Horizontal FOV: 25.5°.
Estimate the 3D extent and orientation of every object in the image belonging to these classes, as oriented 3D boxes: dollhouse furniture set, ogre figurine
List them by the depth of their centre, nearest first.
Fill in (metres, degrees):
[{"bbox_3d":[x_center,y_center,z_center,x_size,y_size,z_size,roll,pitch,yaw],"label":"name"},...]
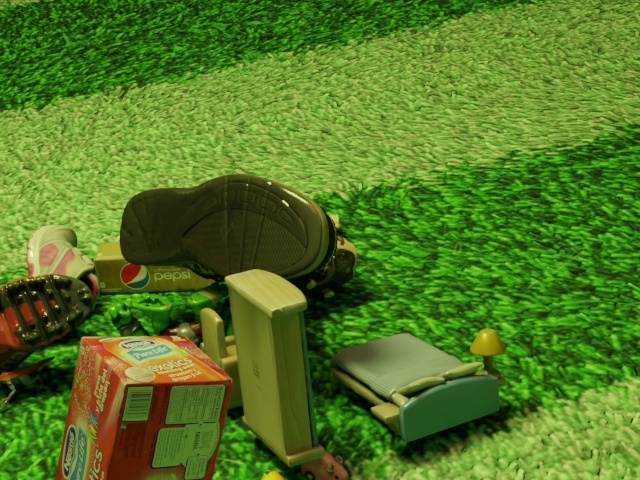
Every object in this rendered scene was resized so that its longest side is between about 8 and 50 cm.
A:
[{"bbox_3d":[0.038,0.108,1.757,0.303,0.198,0.286,-13,21,-24],"label":"dollhouse furniture set"},{"bbox_3d":[-0.179,0.127,1.880,0.197,0.118,0.097,-12,24,-14],"label":"ogre figurine"}]

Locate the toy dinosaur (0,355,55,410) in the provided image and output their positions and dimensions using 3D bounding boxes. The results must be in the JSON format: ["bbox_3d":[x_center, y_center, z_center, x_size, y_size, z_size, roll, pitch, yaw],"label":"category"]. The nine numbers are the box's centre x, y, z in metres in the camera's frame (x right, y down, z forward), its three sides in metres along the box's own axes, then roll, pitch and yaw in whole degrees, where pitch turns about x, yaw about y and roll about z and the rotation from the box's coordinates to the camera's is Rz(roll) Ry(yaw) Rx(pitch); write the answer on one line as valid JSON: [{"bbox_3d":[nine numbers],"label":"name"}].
[{"bbox_3d":[-0.413,0.179,1.885,0.047,0.090,0.082,26,1,42],"label":"toy dinosaur"}]

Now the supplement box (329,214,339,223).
[{"bbox_3d":[0.000,0.000,2.170,0.062,0.036,0.098,-5,28,3],"label":"supplement box"}]

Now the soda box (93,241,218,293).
[{"bbox_3d":[-0.243,0.038,2.124,0.181,0.061,0.058,-3,27,7],"label":"soda box"}]

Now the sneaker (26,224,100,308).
[{"bbox_3d":[-0.376,0.062,2.082,0.111,0.103,0.252,-2,34,0],"label":"sneaker"}]

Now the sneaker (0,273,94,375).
[{"bbox_3d":[-0.427,0.126,1.909,0.276,0.097,0.135,-24,-15,2],"label":"sneaker"}]

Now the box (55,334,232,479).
[{"bbox_3d":[-0.196,0.238,1.499,0.128,0.257,0.122,1,20,-33],"label":"box"}]

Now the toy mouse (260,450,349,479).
[{"bbox_3d":[-0.003,0.280,1.641,0.143,0.031,0.161,0,28,13],"label":"toy mouse"}]

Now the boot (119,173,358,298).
[{"bbox_3d":[-0.056,0.006,1.912,0.377,0.138,0.284,-2,-11,44],"label":"boot"}]
